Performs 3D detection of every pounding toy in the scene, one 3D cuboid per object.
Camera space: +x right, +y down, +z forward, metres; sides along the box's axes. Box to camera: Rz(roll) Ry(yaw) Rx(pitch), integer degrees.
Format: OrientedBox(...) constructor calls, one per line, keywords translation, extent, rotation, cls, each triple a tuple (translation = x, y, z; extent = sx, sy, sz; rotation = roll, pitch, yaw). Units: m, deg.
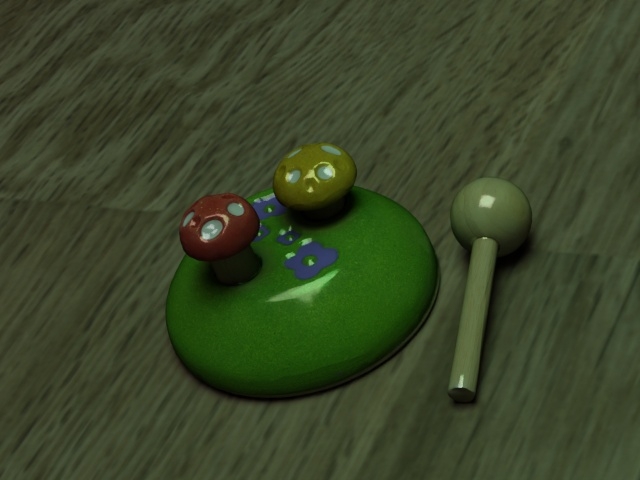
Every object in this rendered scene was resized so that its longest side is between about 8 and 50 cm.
OrientedBox(translation=(0.000, 0.000, 1.167), extent=(0.236, 0.110, 0.183), rotation=(1, 43, 25), cls="pounding toy")
